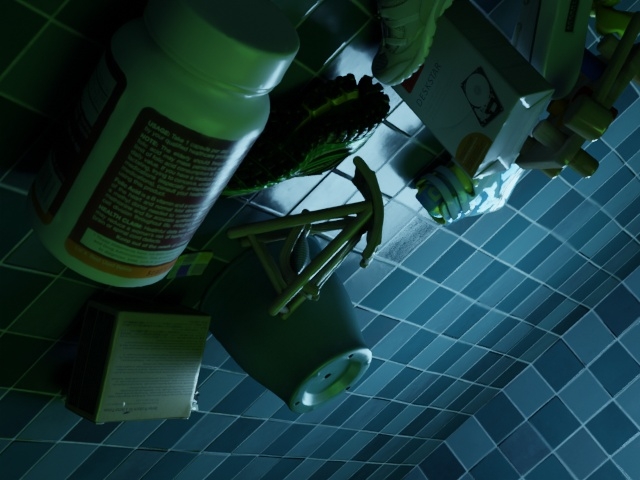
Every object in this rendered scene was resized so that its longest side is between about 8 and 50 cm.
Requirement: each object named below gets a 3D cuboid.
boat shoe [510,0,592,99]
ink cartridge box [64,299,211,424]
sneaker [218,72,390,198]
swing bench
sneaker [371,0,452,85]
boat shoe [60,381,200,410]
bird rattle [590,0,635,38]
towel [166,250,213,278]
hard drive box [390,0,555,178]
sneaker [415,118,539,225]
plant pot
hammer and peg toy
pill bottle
[{"bbox_3d":[0.366,-0.421,1.890,0.135,0.156,0.367,-4,109,-41],"label":"boat shoe"},{"bbox_3d":[-0.309,0.206,1.999,0.234,0.088,0.193,9,96,-55],"label":"ink cartridge box"},{"bbox_3d":[-0.048,-0.135,1.825,0.343,0.134,0.146,-21,157,-23],"label":"sneaker"},{"bbox_3d":[0.000,0.000,1.937,0.254,0.165,0.253,-29,175,0],"label":"swing bench"},{"bbox_3d":[0.122,-0.353,1.767,0.115,0.105,0.281,11,139,-14],"label":"sneaker"},{"bbox_3d":[-0.349,0.263,2.151,0.112,0.096,0.335,-11,164,33],"label":"boat shoe"},{"bbox_3d":[0.509,-0.483,2.023,0.207,0.143,0.254,-42,142,-17],"label":"bird rattle"},{"bbox_3d":[-0.226,0.042,2.019,0.083,0.009,0.060,-4,139,-48],"label":"towel"},{"bbox_3d":[0.242,-0.246,1.891,0.089,0.232,0.181,-15,145,-36],"label":"hard drive box"},{"bbox_3d":[0.291,-0.142,2.238,0.208,0.127,0.319,-22,146,-27],"label":"sneaker"},{"bbox_3d":[-0.046,0.168,2.164,0.271,0.255,0.272,-28,151,-17],"label":"plant pot"},{"bbox_3d":[0.466,-0.231,1.988,0.266,0.127,0.361,-53,-173,-3],"label":"hammer and peg toy"},{"bbox_3d":[-0.205,-0.147,1.515,0.224,0.224,0.392,-2,137,-49],"label":"pill bottle"}]
